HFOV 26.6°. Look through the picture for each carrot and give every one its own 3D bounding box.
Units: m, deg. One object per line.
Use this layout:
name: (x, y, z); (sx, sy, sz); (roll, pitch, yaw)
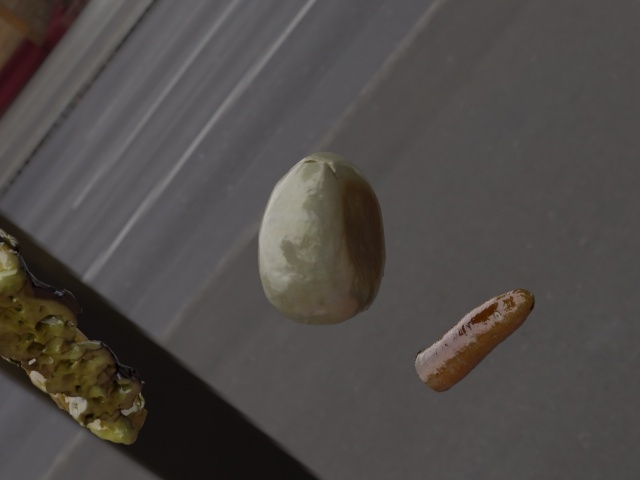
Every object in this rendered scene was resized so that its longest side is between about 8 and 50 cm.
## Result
carrot: (0.146, 0.085, 1.252); (0.139, 0.048, 0.048); (-46, 19, 33)

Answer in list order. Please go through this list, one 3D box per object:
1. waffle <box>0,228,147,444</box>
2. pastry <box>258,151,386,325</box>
waffle: (-0.230, 0.019, 0.896); (0.060, 0.307, 0.312); (-47, -6, -11)
pastry: (0.000, 0.000, 1.203); (0.092, 0.156, 0.156); (-5, 38, 17)
